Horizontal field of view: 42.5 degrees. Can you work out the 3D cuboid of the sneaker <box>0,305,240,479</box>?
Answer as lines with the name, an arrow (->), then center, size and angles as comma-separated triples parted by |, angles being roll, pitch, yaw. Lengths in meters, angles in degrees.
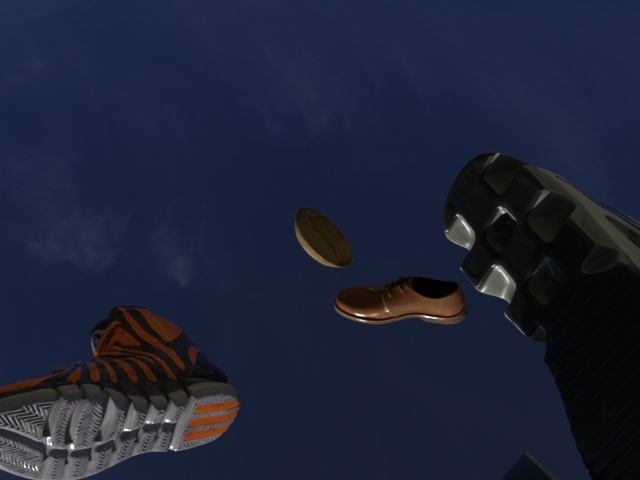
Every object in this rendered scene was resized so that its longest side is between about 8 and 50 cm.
sneaker -> -0.263, 0.167, 0.956 | 0.180, 0.321, 0.124 | 44, -65, 39

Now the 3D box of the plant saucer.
plant saucer -> 0.000, 0.000, 0.898 | 0.015, 0.083, 0.083 | -43, -134, 26

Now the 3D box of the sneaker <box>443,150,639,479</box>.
sneaker -> 0.220, 0.062, 0.548 | 0.146, 0.122, 0.330 | 9, -141, -32

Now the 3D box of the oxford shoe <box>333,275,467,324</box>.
oxford shoe -> 0.122, 0.083, 1.294 | 0.212, 0.076, 0.076 | -2, -133, 13

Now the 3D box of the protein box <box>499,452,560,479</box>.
protein box -> 0.141, 0.275, 0.471 | 0.200, 0.136, 0.201 | -48, -158, 0
